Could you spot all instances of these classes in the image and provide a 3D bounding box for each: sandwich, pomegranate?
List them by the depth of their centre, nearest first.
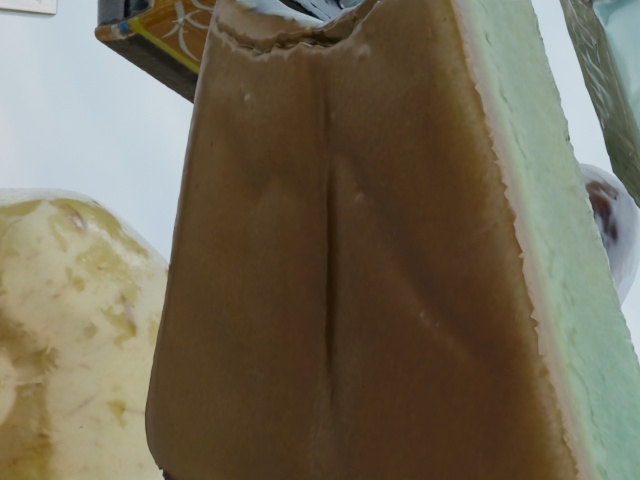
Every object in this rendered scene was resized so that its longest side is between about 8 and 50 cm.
[{"bbox_3d":[0.038,0.010,0.649,0.245,0.063,0.212,17,-79,46],"label":"sandwich"},{"bbox_3d":[-0.237,0.111,1.379,0.342,0.342,0.342,159,-90,-74],"label":"pomegranate"}]

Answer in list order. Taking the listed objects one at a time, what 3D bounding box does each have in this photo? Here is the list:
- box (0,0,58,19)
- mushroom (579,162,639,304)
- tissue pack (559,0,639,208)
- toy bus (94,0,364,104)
[{"bbox_3d":[-0.237,-0.248,1.471,0.040,0.084,0.154,1,-92,63],"label":"box"},{"bbox_3d":[0.135,0.036,1.581,0.267,0.267,0.254,87,-17,-46],"label":"mushroom"},{"bbox_3d":[0.301,-0.146,1.300,0.089,0.263,0.177,48,-17,59],"label":"tissue pack"},{"bbox_3d":[-0.074,-0.286,1.587,0.162,0.194,0.323,32,46,-46],"label":"toy bus"}]
